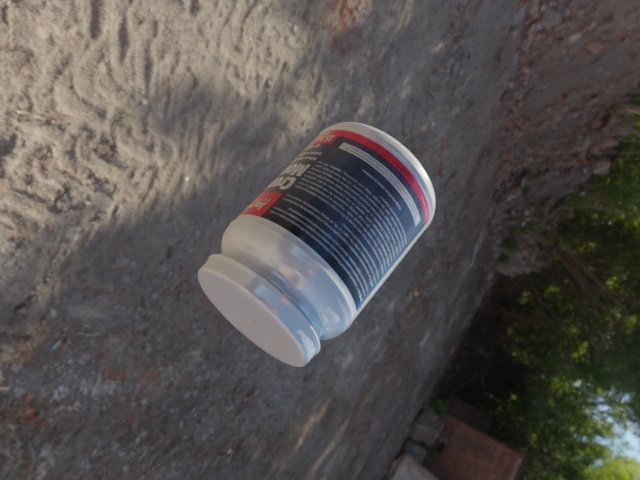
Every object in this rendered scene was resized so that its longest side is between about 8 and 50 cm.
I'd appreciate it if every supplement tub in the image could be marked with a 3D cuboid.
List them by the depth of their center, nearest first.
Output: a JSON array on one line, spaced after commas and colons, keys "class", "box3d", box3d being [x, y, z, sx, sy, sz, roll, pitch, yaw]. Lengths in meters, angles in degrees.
[{"class": "supplement tub", "box3d": [0.000, 0.000, 0.746, 0.272, 0.191, 0.191, -48, 155, -24]}]
